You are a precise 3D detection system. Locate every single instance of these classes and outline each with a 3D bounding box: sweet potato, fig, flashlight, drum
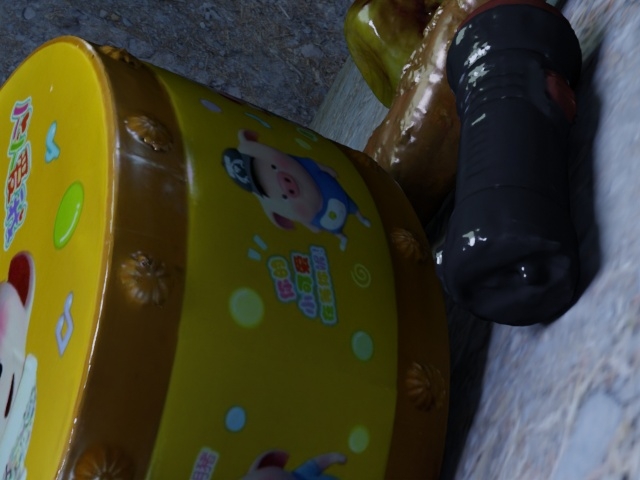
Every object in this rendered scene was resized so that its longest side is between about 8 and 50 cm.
[{"bbox_3d":[0.103,-0.109,0.699,0.106,0.095,0.355,-13,-45,-50],"label":"sweet potato"},{"bbox_3d":[0.099,-0.219,0.945,0.154,0.144,0.166,-26,-47,-42],"label":"fig"},{"bbox_3d":[0.112,-0.055,0.489,0.232,0.093,0.093,-77,14,-48],"label":"flashlight"},{"bbox_3d":[-0.134,0.093,0.559,0.431,0.214,0.431,-27,55,46],"label":"drum"}]
